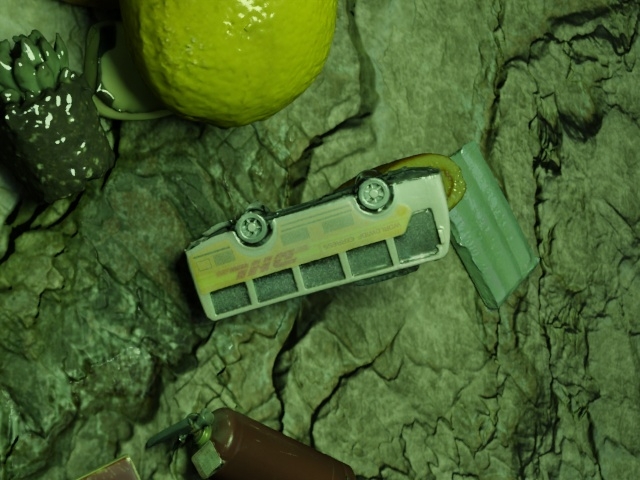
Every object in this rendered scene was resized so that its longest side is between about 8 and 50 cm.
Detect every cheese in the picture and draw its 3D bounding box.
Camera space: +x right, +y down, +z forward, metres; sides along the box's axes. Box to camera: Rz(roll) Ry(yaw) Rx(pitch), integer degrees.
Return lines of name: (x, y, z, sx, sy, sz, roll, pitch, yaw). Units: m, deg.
cheese: (-0.188, -0.207, 1.678, 0.251, 0.054, 0.127, 8, 79, -34)

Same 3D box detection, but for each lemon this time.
lemon: (-0.109, -0.278, 1.551, 0.268, 0.268, 0.322, -40, 136, -31)

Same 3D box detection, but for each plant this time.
plant: (-0.336, -0.148, 1.526, 0.129, 0.132, 0.195, -37, 109, -35)

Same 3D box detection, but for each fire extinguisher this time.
fire extinguisher: (-0.087, 0.289, 1.665, 0.269, 0.104, 0.105, 29, 69, -28)

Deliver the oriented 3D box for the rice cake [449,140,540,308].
rice cake: (0.243, -0.023, 1.951, 0.127, 0.043, 0.237, -39, 105, -30)

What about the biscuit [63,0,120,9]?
biscuit: (-0.251, -0.467, 1.653, 0.394, 0.070, 0.351, 3, 85, -35)

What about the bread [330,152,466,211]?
bread: (0.102, -0.057, 1.781, 0.132, 0.172, 0.103, -19, 89, -33)

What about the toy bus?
toy bus: (0.000, 0.000, 1.643, 0.342, 0.097, 0.138, -15, 97, 4)

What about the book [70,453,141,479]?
book: (-0.269, 0.472, 1.507, 0.262, 0.028, 0.374, -25, 99, -12)
